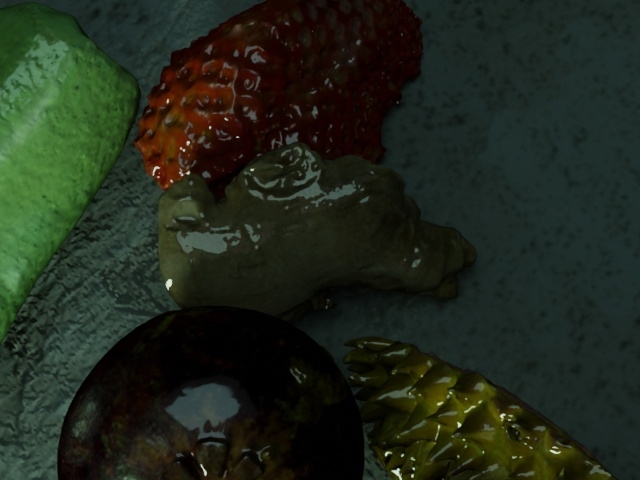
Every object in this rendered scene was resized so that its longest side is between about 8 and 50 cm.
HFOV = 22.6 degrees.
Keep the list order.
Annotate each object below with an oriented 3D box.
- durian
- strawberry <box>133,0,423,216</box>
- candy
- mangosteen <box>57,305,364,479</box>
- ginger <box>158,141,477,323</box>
[{"bbox_3d":[0.132,0.171,0.978,0.341,0.191,0.112,37,91,17],"label":"durian"},{"bbox_3d":[-0.034,-0.110,1.144,0.175,0.107,0.236,18,70,12],"label":"strawberry"},{"bbox_3d":[-0.258,-0.007,1.105,0.142,0.132,0.343,19,71,36],"label":"candy"},{"bbox_3d":[-0.072,0.128,1.021,0.192,0.217,0.192,-2,102,-8],"label":"mangosteen"},{"bbox_3d":[-0.002,-0.004,1.091,0.213,0.137,0.074,-8,31,2],"label":"ginger"}]
